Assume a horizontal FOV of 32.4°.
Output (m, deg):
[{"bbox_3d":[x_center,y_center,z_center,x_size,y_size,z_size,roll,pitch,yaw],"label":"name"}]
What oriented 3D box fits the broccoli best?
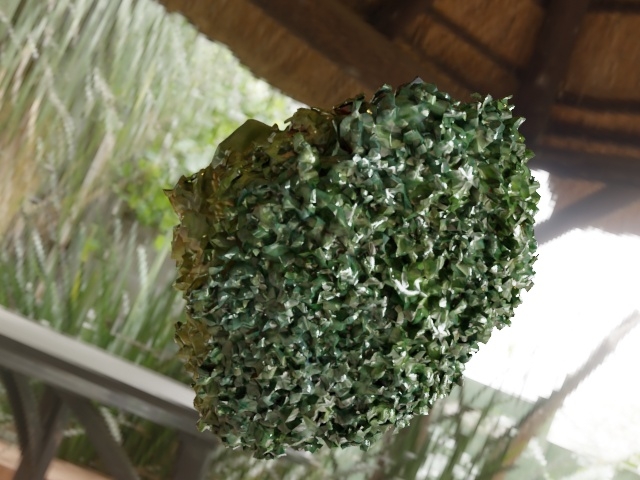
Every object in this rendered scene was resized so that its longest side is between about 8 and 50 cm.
[{"bbox_3d":[0.000,0.000,0.553,0.194,0.219,0.194,35,5,-3],"label":"broccoli"}]
